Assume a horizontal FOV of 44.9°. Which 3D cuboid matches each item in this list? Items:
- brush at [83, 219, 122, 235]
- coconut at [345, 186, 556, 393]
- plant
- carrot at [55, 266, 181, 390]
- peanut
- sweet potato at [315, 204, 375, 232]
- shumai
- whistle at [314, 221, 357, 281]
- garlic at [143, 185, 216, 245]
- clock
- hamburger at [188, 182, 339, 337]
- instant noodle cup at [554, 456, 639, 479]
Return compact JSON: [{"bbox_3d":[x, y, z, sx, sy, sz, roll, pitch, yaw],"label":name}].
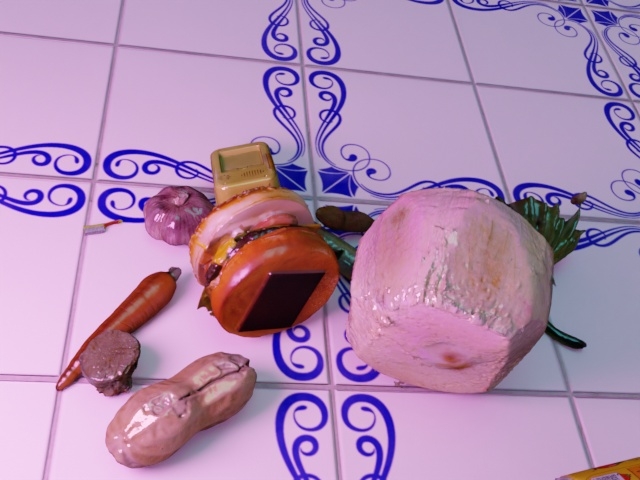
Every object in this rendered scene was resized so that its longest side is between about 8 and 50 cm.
[{"bbox_3d":[-0.457,-0.027,1.635,0.083,0.019,0.021,-14,65,-24],"label":"brush"},{"bbox_3d":[0.252,0.071,1.487,0.404,0.404,0.404,7,49,-8],"label":"coconut"},{"bbox_3d":[0.473,0.047,1.708,0.251,0.180,0.333,5,52,5],"label":"plant"},{"bbox_3d":[-0.380,0.159,1.472,0.069,0.069,0.336,34,56,15],"label":"carrot"},{"bbox_3d":[-0.237,0.287,1.350,0.290,0.130,0.130,-28,61,-34],"label":"peanut"},{"bbox_3d":[0.057,-0.044,1.719,0.218,0.065,0.051,9,75,-50],"label":"sweet potato"},{"bbox_3d":[-0.370,0.228,1.391,0.099,0.087,0.124,12,42,13],"label":"shumai"},{"bbox_3d":[0.000,0.001,1.697,0.326,0.057,0.068,37,48,18],"label":"whistle"},{"bbox_3d":[-0.297,-0.055,1.643,0.159,0.102,0.147,9,50,-5],"label":"garlic"},{"bbox_3d":[-0.165,-0.132,1.702,0.143,0.096,0.202,-9,31,-6],"label":"clock"},{"bbox_3d":[-0.115,0.037,1.505,0.291,0.291,0.225,-17,54,-26],"label":"hamburger"},{"bbox_3d":[0.532,0.495,1.254,0.254,0.325,0.325,-5,51,-5],"label":"instant noodle cup"}]
